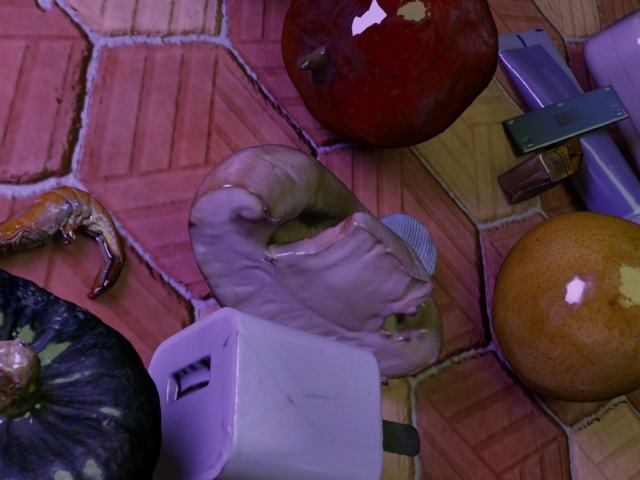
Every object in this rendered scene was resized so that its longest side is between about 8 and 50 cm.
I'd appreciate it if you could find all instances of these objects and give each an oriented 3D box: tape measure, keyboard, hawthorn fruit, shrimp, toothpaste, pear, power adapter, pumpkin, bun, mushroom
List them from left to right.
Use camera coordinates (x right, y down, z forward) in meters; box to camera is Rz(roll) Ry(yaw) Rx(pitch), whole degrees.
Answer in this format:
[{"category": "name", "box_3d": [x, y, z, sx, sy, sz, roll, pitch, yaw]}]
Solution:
[{"category": "pumpkin", "box_3d": [-0.194, 0.109, 0.506, 0.212, 0.152, 0.211, 27, 46, -33]}, {"category": "shrimp", "box_3d": [-0.198, 0.007, 0.653, 0.127, 0.025, 0.091, -25, 87, -50]}, {"category": "power adapter", "box_3d": [-0.017, 0.144, 0.672, 0.205, 0.130, 0.125, 22, 54, -35]}, {"category": "mushroom", "box_3d": [0.000, 0.000, 0.764, 0.286, 0.156, 0.151, 41, 32, -36]}, {"category": "hawthorn fruit", "box_3d": [0.057, -0.198, 0.886, 0.250, 0.215, 0.215, -24, 86, -38]}, {"category": "bun", "box_3d": [0.082, 0.011, 0.899, 0.083, 0.045, 0.083, 20, 54, -31]}, {"category": "keyboard", "box_3d": [0.333, -0.163, 1.191, 0.176, 0.014, 0.055, -20, 73, -17]}, {"category": "toothpaste", "box_3d": [0.366, -0.141, 1.232, 0.125, 0.080, 0.371, -19, 78, -36]}, {"category": "pear", "box_3d": [0.293, 0.068, 0.954, 0.209, 0.209, 0.208, 22, 54, -34]}, {"category": "tape measure", "box_3d": [0.533, -0.236, 1.404, 0.258, 0.130, 0.265, 59, 37, -5]}]

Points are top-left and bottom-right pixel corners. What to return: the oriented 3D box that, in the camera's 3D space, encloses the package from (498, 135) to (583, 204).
[{"category": "package", "box_3d": [0.291, -0.089, 1.132, 0.131, 0.071, 0.047, -21, 77, -49]}]
